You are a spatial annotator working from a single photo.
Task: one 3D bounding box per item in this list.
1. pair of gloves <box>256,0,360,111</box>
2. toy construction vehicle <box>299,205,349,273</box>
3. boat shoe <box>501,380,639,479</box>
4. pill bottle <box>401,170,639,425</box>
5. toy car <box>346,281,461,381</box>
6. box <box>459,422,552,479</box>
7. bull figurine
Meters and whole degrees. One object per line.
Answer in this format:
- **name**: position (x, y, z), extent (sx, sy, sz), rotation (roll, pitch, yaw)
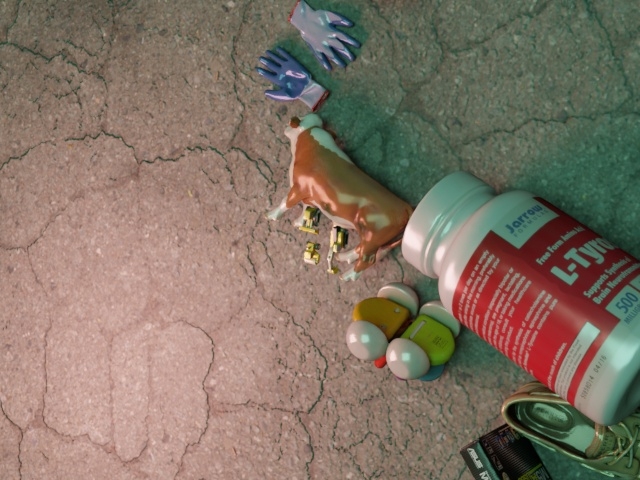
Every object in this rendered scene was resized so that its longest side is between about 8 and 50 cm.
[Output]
- **pair of gloves**: position (-0.025, -0.324, 1.904), extent (0.159, 0.023, 0.198), rotation (41, 107, 23)
- **toy construction vehicle**: position (0.000, 0.000, 1.787), extent (0.086, 0.035, 0.098), rotation (18, 109, 28)
- **boat shoe**: position (0.440, 0.305, 1.619), extent (0.341, 0.110, 0.121), rotation (13, 96, 27)
- **pill bottle**: position (0.328, 0.070, 1.600), extent (0.408, 0.229, 0.229), rotation (37, 107, 27)
- **toy car**: position (0.136, 0.169, 1.773), extent (0.182, 0.159, 0.136), rotation (23, 135, 25)
- **box**: position (0.304, 0.377, 1.647), extent (0.045, 0.191, 0.184), rotation (-37, 73, 24)
- **bull figurine**: position (0.019, -0.077, 1.842), extent (0.310, 0.101, 0.188), rotation (41, 112, 23)
